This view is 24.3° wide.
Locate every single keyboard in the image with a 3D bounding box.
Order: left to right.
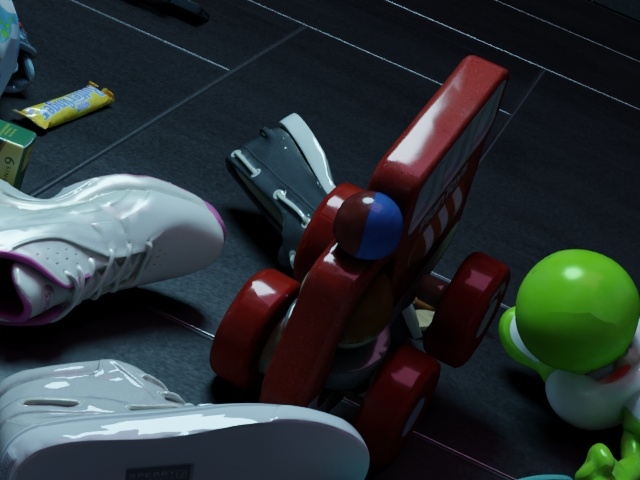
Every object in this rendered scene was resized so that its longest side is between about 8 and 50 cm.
[{"bbox_3d":[-0.251,-0.341,2.050,0.192,0.038,0.100,24,0,9],"label":"keyboard"}]

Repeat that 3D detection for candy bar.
[{"bbox_3d":[-0.274,-0.145,1.608,0.040,0.018,0.161,27,25,13],"label":"candy bar"}]

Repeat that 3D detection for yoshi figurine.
[{"bbox_3d":[0.294,0.128,1.284,0.362,0.203,0.204,34,33,34],"label":"yoshi figurine"}]

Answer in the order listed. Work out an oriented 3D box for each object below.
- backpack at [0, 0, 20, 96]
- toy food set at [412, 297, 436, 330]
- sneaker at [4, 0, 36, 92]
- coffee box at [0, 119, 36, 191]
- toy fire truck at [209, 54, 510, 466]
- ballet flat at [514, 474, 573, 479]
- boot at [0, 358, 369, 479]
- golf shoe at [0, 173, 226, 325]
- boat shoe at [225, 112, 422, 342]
[{"bbox_3d":[-0.391,-0.193,1.098,0.273,0.290,0.355,15,32,-45],"label":"backpack"},{"bbox_3d":[0.105,0.069,1.466,0.122,0.019,0.078,-3,32,-30],"label":"toy food set"},{"bbox_3d":[-0.366,-0.209,1.608,0.125,0.104,0.262,54,5,-13],"label":"sneaker"},{"bbox_3d":[-0.345,-0.070,1.267,0.184,0.113,0.040,22,22,-3],"label":"coffee box"},{"bbox_3d":[0.044,0.017,1.182,0.169,0.254,0.302,28,50,16],"label":"toy fire truck"},{"bbox_3d":[0.103,0.220,1.079,0.249,0.086,0.086,3,29,-32],"label":"ballet flat"},{"bbox_3d":[-0.101,0.129,1.049,0.258,0.095,0.123,4,27,-21],"label":"boot"},{"bbox_3d":[-0.212,0.020,1.215,0.306,0.115,0.140,0,41,-28],"label":"golf shoe"},{"bbox_3d":[0.000,0.000,1.440,0.091,0.114,0.302,-28,45,-6],"label":"boat shoe"}]
